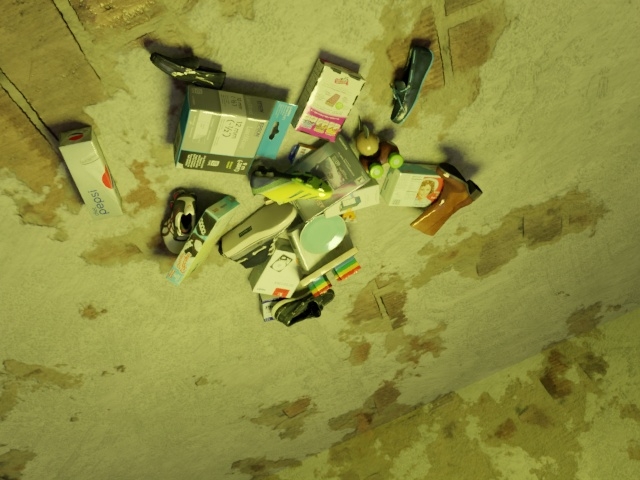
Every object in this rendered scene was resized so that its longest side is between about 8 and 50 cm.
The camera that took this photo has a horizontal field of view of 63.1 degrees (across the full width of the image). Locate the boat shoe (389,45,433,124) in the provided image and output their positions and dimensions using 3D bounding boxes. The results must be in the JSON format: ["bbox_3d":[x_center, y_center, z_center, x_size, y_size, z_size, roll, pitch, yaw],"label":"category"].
[{"bbox_3d":[0.282,-0.523,1.745,0.089,0.109,0.258,13,107,-22],"label":"boat shoe"}]

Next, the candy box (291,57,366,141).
[{"bbox_3d":[0.021,-0.454,1.702,0.159,0.071,0.233,12,125,-30],"label":"candy box"}]

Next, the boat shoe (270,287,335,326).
[{"bbox_3d":[-0.047,0.289,2.238,0.340,0.113,0.127,-9,129,-44],"label":"boat shoe"}]

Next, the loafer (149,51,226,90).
[{"bbox_3d":[-0.378,-0.497,1.503,0.223,0.076,0.078,14,118,-37],"label":"loafer"}]

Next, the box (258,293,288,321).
[{"bbox_3d":[-0.196,0.271,2.253,0.126,0.072,0.137,-12,132,-13],"label":"box"}]

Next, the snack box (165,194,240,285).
[{"bbox_3d":[-0.415,-0.001,1.849,0.060,0.187,0.322,37,115,0],"label":"snack box"}]

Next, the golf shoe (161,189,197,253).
[{"bbox_3d":[-0.493,-0.042,1.824,0.105,0.120,0.272,1,130,-25],"label":"golf shoe"}]

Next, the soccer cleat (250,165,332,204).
[{"bbox_3d":[-0.101,-0.174,1.784,0.289,0.093,0.121,12,121,8],"label":"soccer cleat"}]

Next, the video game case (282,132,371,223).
[{"bbox_3d":[0.010,-0.214,1.805,0.274,0.196,0.026,-33,171,8],"label":"video game case"}]

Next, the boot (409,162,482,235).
[{"bbox_3d":[0.453,-0.155,2.033,0.264,0.096,0.280,20,126,-44],"label":"boot"}]

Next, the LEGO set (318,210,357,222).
[{"bbox_3d":[0.067,-0.132,2.000,0.227,0.093,0.087,8,168,-33],"label":"LEGO set"}]

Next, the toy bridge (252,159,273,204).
[{"bbox_3d":[-0.191,-0.209,1.863,0.063,0.026,0.188,-20,134,-5],"label":"toy bridge"}]

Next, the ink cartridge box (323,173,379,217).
[{"bbox_3d":[0.090,-0.185,1.909,0.212,0.154,0.093,-16,135,-10],"label":"ink cartridge box"}]

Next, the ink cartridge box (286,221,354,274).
[{"bbox_3d":[0.000,0.000,2.050,0.232,0.066,0.189,-32,109,-30],"label":"ink cartridge box"}]

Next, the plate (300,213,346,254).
[{"bbox_3d":[0.007,-0.029,1.972,0.188,0.024,0.188,-15,130,-18],"label":"plate"}]

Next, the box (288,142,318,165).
[{"bbox_3d":[-0.044,-0.294,1.847,0.136,0.028,0.081,7,126,-30],"label":"box"}]

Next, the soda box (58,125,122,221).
[{"bbox_3d":[-0.704,-0.201,1.613,0.098,0.091,0.286,-14,133,-11],"label":"soda box"}]

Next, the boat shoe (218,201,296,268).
[{"bbox_3d":[-0.207,-0.016,1.966,0.341,0.127,0.158,-27,140,18],"label":"boat shoe"}]

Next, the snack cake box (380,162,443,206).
[{"bbox_3d":[0.387,-0.217,2.049,0.264,0.089,0.152,1,127,-23],"label":"snack cake box"}]

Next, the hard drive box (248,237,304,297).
[{"bbox_3d":[-0.159,0.111,2.115,0.181,0.089,0.232,12,124,-30],"label":"hard drive box"}]

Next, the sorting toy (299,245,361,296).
[{"bbox_3d":[0.049,0.138,2.102,0.257,0.089,0.255,-32,176,-4],"label":"sorting toy"}]

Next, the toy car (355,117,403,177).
[{"bbox_3d":[0.184,-0.341,1.826,0.149,0.155,0.188,-28,122,3],"label":"toy car"}]

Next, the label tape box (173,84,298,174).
[{"bbox_3d":[-0.263,-0.328,1.631,0.348,0.115,0.249,5,143,-24],"label":"label tape box"}]
